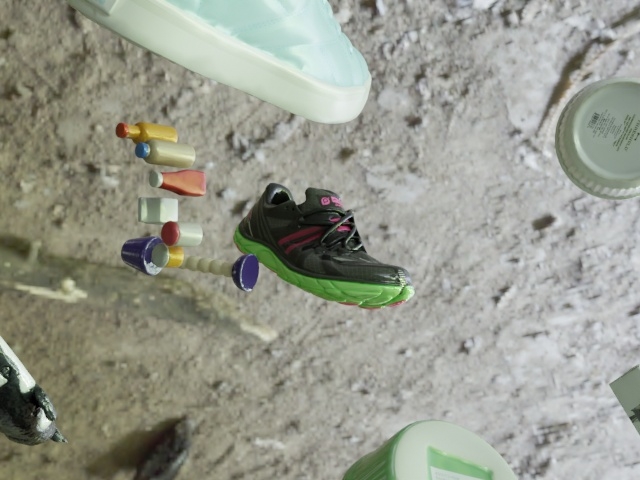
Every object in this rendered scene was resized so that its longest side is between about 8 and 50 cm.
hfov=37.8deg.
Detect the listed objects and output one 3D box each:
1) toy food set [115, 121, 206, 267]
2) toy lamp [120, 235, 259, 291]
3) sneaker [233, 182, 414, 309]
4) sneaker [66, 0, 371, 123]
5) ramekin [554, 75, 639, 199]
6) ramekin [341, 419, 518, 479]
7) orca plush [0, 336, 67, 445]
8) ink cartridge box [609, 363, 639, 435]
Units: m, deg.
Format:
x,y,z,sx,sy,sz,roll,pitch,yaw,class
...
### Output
x,y,z,sx,sy,sz,roll,pitch,yaw,class
-0.254,-0.074,1.464,0.111,0.232,0.105,-3,175,42,toy food set
-0.251,0.039,1.755,0.275,0.080,0.080,7,149,24,toy lamp
0.000,0.000,1.913,0.185,0.483,0.202,18,96,-48,sneaker
-0.034,-0.195,0.749,0.150,0.135,0.366,-58,157,14,sneaker
0.491,-0.171,1.531,0.207,0.207,0.109,-15,177,12,ramekin
0.191,0.439,1.511,0.303,0.303,0.148,15,132,-26,ramekin
-0.414,0.212,1.183,0.102,0.151,0.287,-41,169,-24,orca plush
0.526,0.264,1.438,0.109,0.150,0.063,0,145,-48,ink cartridge box
